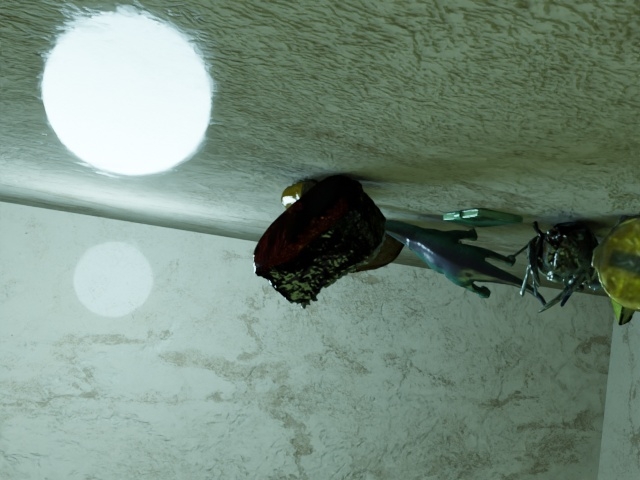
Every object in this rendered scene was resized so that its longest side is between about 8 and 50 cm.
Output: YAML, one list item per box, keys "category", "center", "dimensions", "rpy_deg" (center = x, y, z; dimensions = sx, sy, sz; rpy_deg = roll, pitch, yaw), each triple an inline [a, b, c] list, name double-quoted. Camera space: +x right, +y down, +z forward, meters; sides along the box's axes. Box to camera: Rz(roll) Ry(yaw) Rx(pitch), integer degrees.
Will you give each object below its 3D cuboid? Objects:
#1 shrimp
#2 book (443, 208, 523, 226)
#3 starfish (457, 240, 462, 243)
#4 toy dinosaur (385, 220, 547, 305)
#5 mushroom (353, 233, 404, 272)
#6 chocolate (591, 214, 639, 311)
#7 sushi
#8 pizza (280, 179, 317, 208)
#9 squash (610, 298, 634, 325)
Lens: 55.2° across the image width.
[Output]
- category: "shrimp"
  center: [0.480, 0.042, 1.179]
  dimensions: [0.221, 0.166, 0.410]
  rpy_deg: [3, -174, 30]
- category: "book"
  center: [0.310, -0.042, 1.196]
  dimensions: [0.103, 0.017, 0.135]
  rpy_deg: [9, 176, -18]
- category: "starfish"
  center: [0.357, 0.006, 1.685]
  dimensions: [0.078, 0.028, 0.091]
  rpy_deg: [16, 176, -20]
- category: "toy dinosaur"
  center: [0.239, 0.029, 1.286]
  dimensions: [0.331, 0.129, 0.383]
  rpy_deg: [11, -163, -41]
- category: "mushroom"
  center: [0.115, 0.019, 1.559]
  dimensions: [0.194, 0.138, 0.231]
  rpy_deg: [9, 176, -22]
- category: "chocolate"
  center: [0.674, 0.075, 1.054]
  dimensions: [0.445, 0.162, 0.162]
  rpy_deg: [13, 174, -31]
- category: "sushi"
  center: [0.000, 0.000, 1.023]
  dimensions: [0.126, 0.225, 0.136]
  rpy_deg: [41, -163, -26]
- category: "pizza"
  center: [-0.010, -0.069, 1.179]
  dimensions: [0.134, 0.056, 0.271]
  rpy_deg: [17, 176, -5]
- category: "squash"
  center: [0.642, 0.084, 1.309]
  dimensions: [0.085, 0.184, 0.192]
  rpy_deg: [24, -175, 36]
